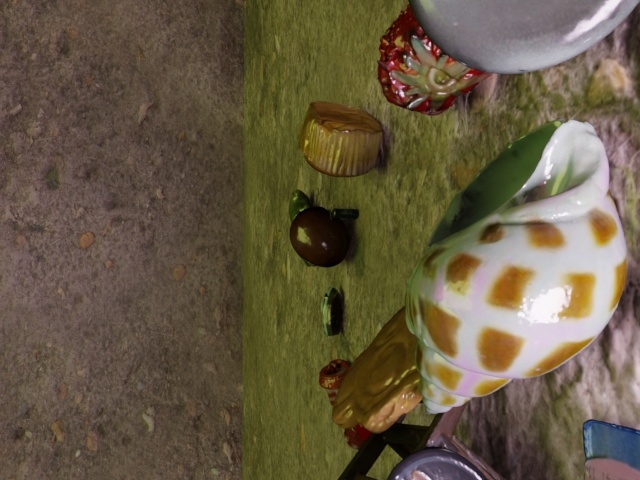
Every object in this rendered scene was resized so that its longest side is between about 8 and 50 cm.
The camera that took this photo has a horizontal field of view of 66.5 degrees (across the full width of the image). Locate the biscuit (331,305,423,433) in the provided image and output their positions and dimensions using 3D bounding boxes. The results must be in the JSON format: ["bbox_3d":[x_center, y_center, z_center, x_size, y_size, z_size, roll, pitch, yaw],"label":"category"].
[{"bbox_3d":[0.137,0.183,0.807,0.376,0.051,0.269,-48,7,31],"label":"biscuit"}]

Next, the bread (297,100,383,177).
[{"bbox_3d":[0.042,-0.241,1.169,0.250,0.179,0.133,-119,31,-54],"label":"bread"}]

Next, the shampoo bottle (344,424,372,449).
[{"bbox_3d":[0.124,0.350,1.071,0.118,0.076,0.314,-118,33,-44],"label":"shampoo bottle"}]

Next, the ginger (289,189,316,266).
[{"bbox_3d":[-0.050,-0.039,1.557,0.137,0.089,0.289,-47,43,50],"label":"ginger"}]

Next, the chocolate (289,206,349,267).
[{"bbox_3d":[0.000,0.000,1.312,0.177,0.177,0.176,-179,90,-70],"label":"chocolate"}]

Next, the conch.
[{"bbox_3d":[0.215,0.046,0.586,0.368,0.197,0.249,-42,25,12],"label":"conch"}]

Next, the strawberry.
[{"bbox_3d":[0.183,-0.314,0.795,0.186,0.185,0.201,61,-145,-49],"label":"strawberry"}]

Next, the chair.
[{"bbox_3d":[0.206,0.340,0.723,0.241,0.416,0.203,43,154,-1],"label":"chair"}]

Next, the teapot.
[{"bbox_3d":[0.230,-0.337,0.522,0.285,0.224,0.304,-36,-46,-61],"label":"teapot"}]

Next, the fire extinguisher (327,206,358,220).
[{"bbox_3d":[0.056,-0.067,1.261,0.025,0.084,0.037,-148,62,-67],"label":"fire extinguisher"}]

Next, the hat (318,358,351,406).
[{"bbox_3d":[0.055,0.408,1.284,0.112,0.094,0.162,-153,47,-79],"label":"hat"}]

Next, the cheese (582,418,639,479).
[{"bbox_3d":[0.324,0.344,0.517,0.189,0.074,0.285,155,117,-68],"label":"cheese"}]

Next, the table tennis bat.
[{"bbox_3d":[0.177,0.354,0.577,0.150,0.236,0.027,-50,-8,-27],"label":"table tennis bat"}]

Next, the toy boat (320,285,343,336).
[{"bbox_3d":[0.027,0.197,1.366,0.066,0.059,0.139,-2,85,53],"label":"toy boat"}]
